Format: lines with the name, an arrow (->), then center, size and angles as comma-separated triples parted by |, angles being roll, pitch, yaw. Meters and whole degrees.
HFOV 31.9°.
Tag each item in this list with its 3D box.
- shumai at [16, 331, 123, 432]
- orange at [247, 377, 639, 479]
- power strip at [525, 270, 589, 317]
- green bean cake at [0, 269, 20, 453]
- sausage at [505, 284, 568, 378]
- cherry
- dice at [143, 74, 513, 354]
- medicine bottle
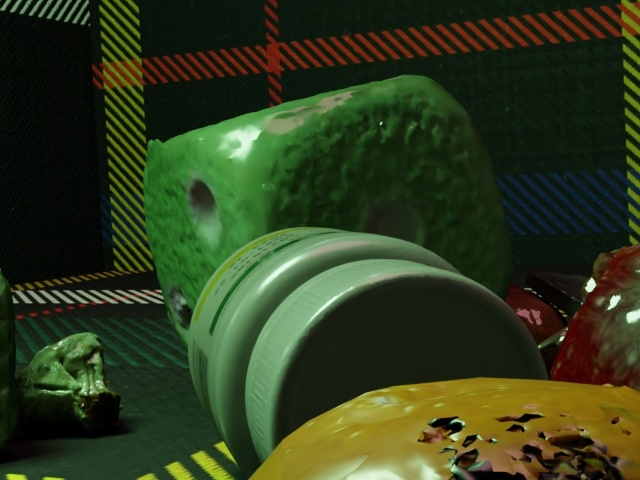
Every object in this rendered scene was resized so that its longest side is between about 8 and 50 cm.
shumai -> -0.254, 0.164, 1.151 | 0.087, 0.124, 0.099 | 42, 1, 24
orange -> 0.056, 0.137, 0.368 | 0.234, 0.182, 0.234 | -16, 2, 0
power strip -> 0.409, 0.077, 1.282 | 0.251, 0.092, 0.257 | 0, 20, -28
green bean cake -> -0.361, 0.113, 1.091 | 0.094, 0.185, 0.183 | -2, 0, -32
sausage -> 0.235, 0.110, 1.373 | 0.113, 0.113, 0.259 | -3, 5, -6
cherry -> 0.285, 0.098, 0.846 | 0.192, 0.175, 0.249 | -42, 26, -16
dice -> 0.000, 0.000, 1.279 | 0.322, 0.318, 0.330 | -18, 7, -29
medicine bottle -> 0.021, 0.096, 0.816 | 0.208, 0.208, 0.339 | -3, 3, -12
